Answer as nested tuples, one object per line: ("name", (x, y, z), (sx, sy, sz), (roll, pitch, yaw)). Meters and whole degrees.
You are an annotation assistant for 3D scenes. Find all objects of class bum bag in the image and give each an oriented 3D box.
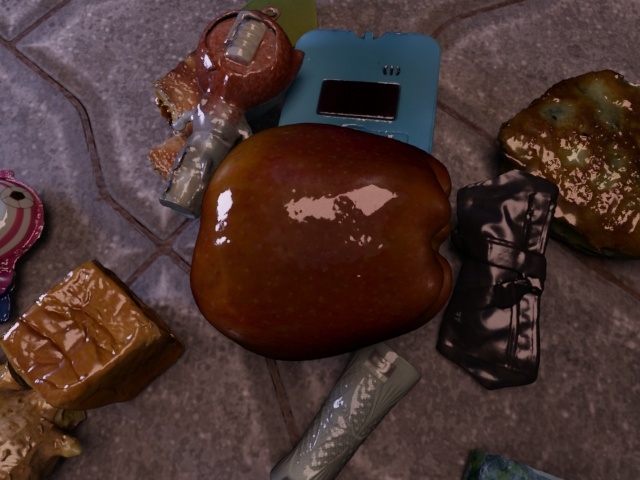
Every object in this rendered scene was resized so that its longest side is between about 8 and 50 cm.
("bum bag", (0.246, 0.052, 0.635), (0.137, 0.074, 0.310), (7, 84, 20))

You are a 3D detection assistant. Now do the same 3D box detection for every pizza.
("pizza", (-0.189, -0.168, 0.718), (0.161, 0.085, 0.305), (2, 72, -23))

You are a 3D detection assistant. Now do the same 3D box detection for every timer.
("timer", (0.063, -0.207, 0.712), (0.232, 0.091, 0.250), (7, 75, 10))

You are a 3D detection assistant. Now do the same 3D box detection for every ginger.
("ginger", (-0.394, 0.242, 0.567), (0.216, 0.102, 0.157), (11, 45, 8))

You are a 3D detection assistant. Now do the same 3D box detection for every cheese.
("cheese", (-0.491, 0.005, 0.667), (0.155, 0.062, 0.244), (-6, 72, -5))

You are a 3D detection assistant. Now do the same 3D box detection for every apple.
("apple", (0.000, 0.000, 0.553), (0.317, 0.288, 0.288), (-4, 70, 16))

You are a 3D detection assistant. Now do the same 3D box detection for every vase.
("vase", (0.030, 0.234, 0.582), (0.096, 0.096, 0.219), (37, 77, 11))

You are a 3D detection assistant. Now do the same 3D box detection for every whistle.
("whistle", (-0.130, -0.197, 0.639), (0.142, 0.134, 0.346), (26, 73, -16))

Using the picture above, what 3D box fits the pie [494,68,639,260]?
("pie", (0.451, -0.114, 0.698), (0.354, 0.103, 0.288), (31, 74, 11))

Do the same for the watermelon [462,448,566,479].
("watermelon", (0.308, 0.393, 0.483), (0.320, 0.213, 0.289), (-14, 70, 42))

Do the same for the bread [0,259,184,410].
("bread", (-0.284, 0.127, 0.580), (0.149, 0.158, 0.143), (41, 77, 16))

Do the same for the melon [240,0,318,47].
("melon", (-0.091, -0.356, 0.780), (0.262, 0.053, 0.114), (-42, 106, -29))
